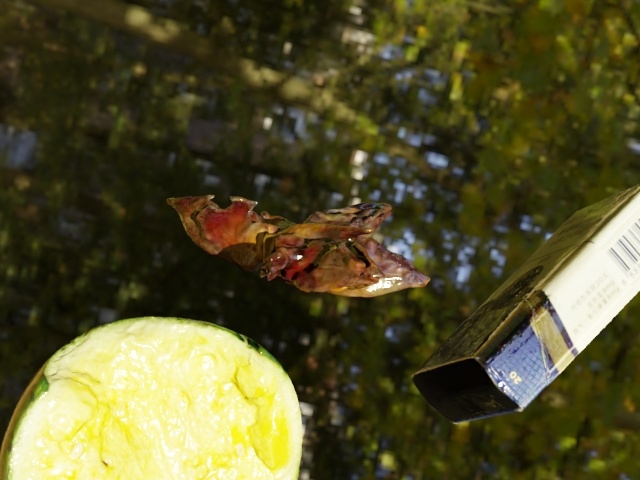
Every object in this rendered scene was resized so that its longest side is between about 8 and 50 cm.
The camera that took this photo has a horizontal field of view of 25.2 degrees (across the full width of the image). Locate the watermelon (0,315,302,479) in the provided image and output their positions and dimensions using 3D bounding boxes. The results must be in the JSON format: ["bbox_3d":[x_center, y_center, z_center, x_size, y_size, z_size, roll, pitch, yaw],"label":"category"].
[{"bbox_3d":[-0.192,0.229,1.535,0.189,0.331,0.330,34,-70,62],"label":"watermelon"}]

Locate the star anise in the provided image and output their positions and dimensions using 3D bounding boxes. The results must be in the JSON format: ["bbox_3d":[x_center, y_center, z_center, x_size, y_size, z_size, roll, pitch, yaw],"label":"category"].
[{"bbox_3d":[0.000,0.004,1.010,0.212,0.157,0.053,26,-68,55],"label":"star anise"}]

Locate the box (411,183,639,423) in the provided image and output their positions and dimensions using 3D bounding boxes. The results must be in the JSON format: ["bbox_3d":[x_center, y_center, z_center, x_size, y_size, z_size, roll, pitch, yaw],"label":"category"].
[{"bbox_3d":[0.214,0.059,1.330,0.259,0.071,0.168,-41,-176,-22],"label":"box"}]
